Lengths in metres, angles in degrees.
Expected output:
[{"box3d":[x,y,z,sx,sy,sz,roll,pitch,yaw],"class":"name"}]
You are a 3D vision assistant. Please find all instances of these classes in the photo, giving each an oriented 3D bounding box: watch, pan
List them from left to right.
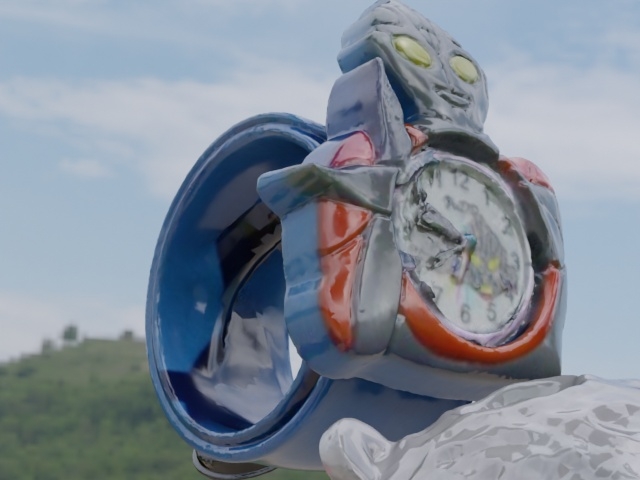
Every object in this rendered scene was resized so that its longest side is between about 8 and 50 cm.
[{"box3d":[-0.020,0.183,1.657,0.235,0.028,0.136,-15,26,0],"class":"pan"},{"box3d":[0.000,0.000,1.101,0.241,0.305,0.274,16,-33,-37],"class":"watch"}]

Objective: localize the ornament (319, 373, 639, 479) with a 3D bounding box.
[{"box3d":[0.151,0.236,0.837,0.337,0.337,0.337,3,-11,1],"class":"ornament"}]
